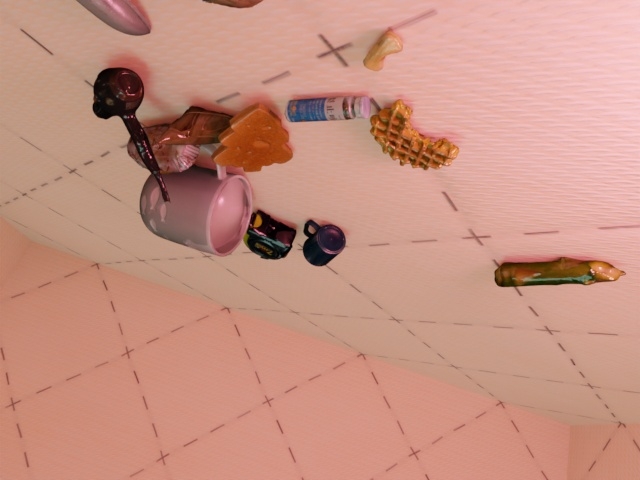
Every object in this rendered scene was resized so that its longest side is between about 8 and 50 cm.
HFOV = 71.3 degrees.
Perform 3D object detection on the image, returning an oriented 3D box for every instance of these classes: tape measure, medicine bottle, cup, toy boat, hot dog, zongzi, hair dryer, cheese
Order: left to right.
[{"bbox_3d":[-0.433,-0.489,0.854,0.078,0.085,0.260,3,162,34],"label":"toy boat"},{"bbox_3d":[-0.492,-0.257,1.175,0.303,0.120,0.360,-4,111,51],"label":"hair dryer"},{"bbox_3d":[-0.439,-0.257,1.249,0.267,0.145,0.075,13,179,31],"label":"hot dog"},{"bbox_3d":[-0.393,-0.147,1.375,0.274,0.259,0.357,13,124,15],"label":"cup"},{"bbox_3d":[-0.277,-0.258,1.096,0.188,0.178,0.082,14,129,11],"label":"zongzi"},{"bbox_3d":[-0.196,-0.014,1.632,0.198,0.112,0.186,29,148,-8],"label":"tape measure"},{"bbox_3d":[-0.001,0.010,1.530,0.150,0.114,0.138,23,154,-12],"label":"cup"},{"bbox_3d":[0.013,-0.285,0.969,0.190,0.051,0.051,5,153,29],"label":"medicine bottle"},{"bbox_3d":[0.113,-0.338,0.804,0.044,0.030,0.083,33,148,-14],"label":"cheese"}]

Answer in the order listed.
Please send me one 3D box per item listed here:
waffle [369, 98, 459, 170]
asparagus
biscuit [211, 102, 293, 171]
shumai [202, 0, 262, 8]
[{"bbox_3d":[0.199,-0.221,0.964,0.194,0.051,0.148,39,149,-27],"label":"waffle"},{"bbox_3d":[0.650,0.093,1.256,0.342,0.082,0.085,-6,142,42],"label":"asparagus"},{"bbox_3d":[-0.164,-0.253,1.110,0.212,0.041,0.239,-4,151,-15],"label":"biscuit"},{"bbox_3d":[-0.169,-0.439,0.696,0.201,0.120,0.201,16,153,9],"label":"shumai"}]
